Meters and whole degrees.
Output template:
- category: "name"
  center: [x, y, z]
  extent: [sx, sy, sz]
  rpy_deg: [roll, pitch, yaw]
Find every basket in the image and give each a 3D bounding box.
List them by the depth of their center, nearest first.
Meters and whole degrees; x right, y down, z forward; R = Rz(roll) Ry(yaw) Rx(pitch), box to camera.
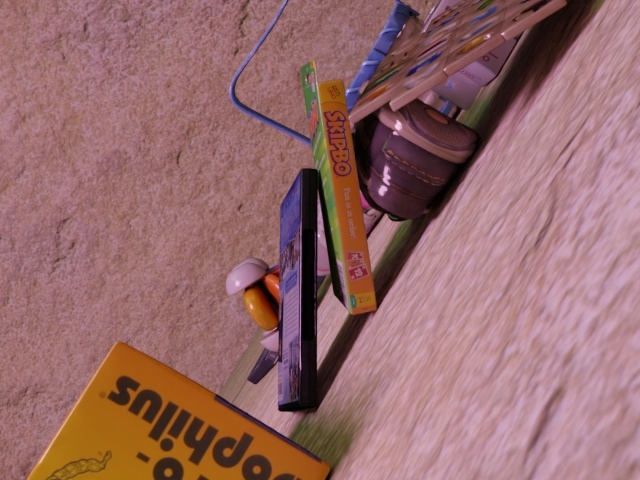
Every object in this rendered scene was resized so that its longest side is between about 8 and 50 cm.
- category: "basket"
  center: [0.047, -0.228, 1.402]
  extent: [0.254, 0.289, 0.201]
  rpy_deg: [-55, 9, 18]

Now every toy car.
- category: "toy car"
  center: [-0.071, 0.092, 1.728]
  extent: [0.136, 0.159, 0.182]
  rpy_deg: [-34, 4, 3]

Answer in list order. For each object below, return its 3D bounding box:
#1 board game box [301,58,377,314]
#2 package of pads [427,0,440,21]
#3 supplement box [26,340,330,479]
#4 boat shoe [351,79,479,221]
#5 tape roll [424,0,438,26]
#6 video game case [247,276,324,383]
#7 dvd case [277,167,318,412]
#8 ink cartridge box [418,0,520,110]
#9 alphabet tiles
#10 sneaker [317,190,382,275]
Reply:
- category: "board game box"
  center: [0.017, -0.060, 1.059]
  extent: [0.124, 0.039, 0.259]
  rpy_deg: [-140, 38, -80]
- category: "package of pads"
  center: [0.287, -0.455, 1.610]
  extent: [0.229, 0.101, 0.296]
  rpy_deg: [-58, 3, 40]
- category: "supplement box"
  center: [-0.143, 0.225, 0.898]
  extent: [0.195, 0.194, 0.356]
  rpy_deg: [-59, 3, -11]
- category: "boat shoe"
  center: [0.078, -0.098, 1.131]
  extent: [0.130, 0.132, 0.355]
  rpy_deg: [-60, 2, 7]
- category: "tape roll"
  center: [0.257, -0.437, 2.076]
  extent: [0.274, 0.090, 0.275]
  rpy_deg: [-59, 2, 3]
- category: "video game case"
  center: [-0.053, 0.146, 1.979]
  extent: [0.274, 0.026, 0.196]
  rpy_deg: [-59, 2, -24]
- category: "dvd case"
  center: [-0.026, 0.062, 1.121]
  extent: [0.180, 0.022, 0.252]
  rpy_deg: [132, 140, -75]
- category: "ink cartridge box"
  center: [0.188, -0.261, 1.213]
  extent: [0.180, 0.104, 0.060]
  rpy_deg: [-60, 4, -8]
- category: "alphabet tiles"
  center: [0.164, -0.223, 0.988]
  extent: [0.285, 0.011, 0.342]
  rpy_deg: [-30, 15, 23]
- category: "sneaker"
  center: [0.044, -0.054, 1.560]
  extent: [0.252, 0.103, 0.111]
  rpy_deg: [-59, 1, 6]
